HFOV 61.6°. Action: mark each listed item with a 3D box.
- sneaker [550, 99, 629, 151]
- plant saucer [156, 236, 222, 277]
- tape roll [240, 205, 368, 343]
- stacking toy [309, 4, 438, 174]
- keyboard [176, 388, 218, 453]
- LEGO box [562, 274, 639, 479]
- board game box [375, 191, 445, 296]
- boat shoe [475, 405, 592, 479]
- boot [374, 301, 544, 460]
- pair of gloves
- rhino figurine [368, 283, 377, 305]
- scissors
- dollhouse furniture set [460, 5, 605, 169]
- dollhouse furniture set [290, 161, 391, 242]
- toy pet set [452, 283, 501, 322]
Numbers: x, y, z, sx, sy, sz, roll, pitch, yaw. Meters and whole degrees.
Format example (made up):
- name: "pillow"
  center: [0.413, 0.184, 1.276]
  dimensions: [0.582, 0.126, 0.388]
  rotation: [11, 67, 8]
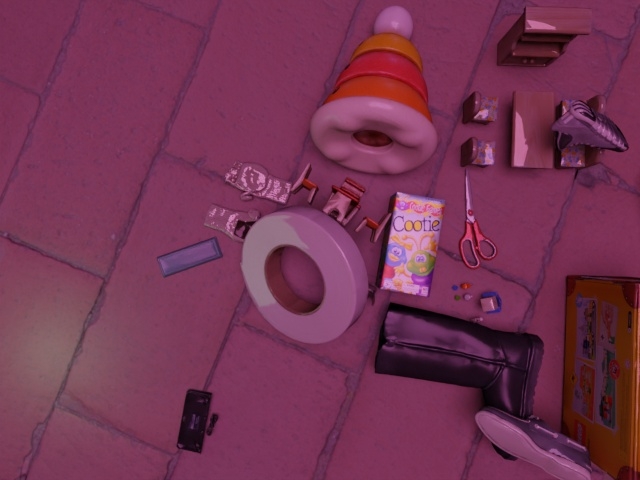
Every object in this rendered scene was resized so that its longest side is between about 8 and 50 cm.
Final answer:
- name: "sneaker"
  center: [0.703, -0.276, 1.435]
  dimensions: [0.229, 0.132, 0.086]
  rotation: [25, 48, -24]
- name: "plant saucer"
  center: [-0.395, 0.050, 1.618]
  dimensions: [0.192, 0.018, 0.067]
  rotation: [-19, 89, -1]
- name: "tape roll"
  center: [-0.054, 0.096, 1.472]
  dimensions: [0.392, 0.072, 0.391]
  rotation: [15, 117, 31]
- name: "stacking toy"
  center: [0.177, -0.459, 1.528]
  dimensions: [0.351, 0.350, 0.479]
  rotation: [11, 70, 1]
- name: "keyboard"
  center: [-0.361, 0.542, 1.603]
  dimensions: [0.108, 0.023, 0.180]
  rotation: [10, 90, 7]
- name: "LEGO box"
  center: [0.817, 0.349, 1.420]
  dimensions: [0.193, 0.372, 0.499]
  rotation: [2, 89, 0]
- name: "board game box"
  center: [0.255, 0.012, 1.548]
  dimensions: [0.145, 0.142, 0.275]
  rotation: [9, 89, 1]
- name: "boat shoe"
  center: [0.565, 0.523, 1.425]
  dimensions: [0.320, 0.116, 0.099]
  rotation: [29, 51, 9]
- name: "boot"
  center: [0.370, 0.399, 1.536]
  dimensions: [0.446, 0.146, 0.366]
  rotation: [12, 85, 0]
- name: "pair of gloves"
  center: [-0.217, -0.111, 1.607]
  dimensions: [0.204, 0.042, 0.240]
  rotation: [27, 88, 1]
- name: "rhino figurine"
  center: [0.080, 0.094, 1.582]
  dimensions: [0.106, 0.073, 0.243]
  rotation: [-38, 90, 14]
- name: "scissors"
  center: [0.442, -0.063, 1.608]
  dimensions: [0.109, 0.021, 0.296]
  rotation: [-19, 90, 2]
- name: "dollhouse furniture set"
  center: [0.608, -0.403, 1.498]
  dimensions: [0.363, 0.256, 0.393]
  rotation: [2, 89, 1]
- name: "dollhouse furniture set"
  center: [0.068, -0.119, 1.495]
  dimensions: [0.262, 0.259, 0.135]
  rotation: [32, 91, 1]
- name: "toy pet set"
  center: [0.470, 0.181, 1.596]
  dimensions: [0.114, 0.065, 0.122]
  rotation: [-15, 85, 35]
